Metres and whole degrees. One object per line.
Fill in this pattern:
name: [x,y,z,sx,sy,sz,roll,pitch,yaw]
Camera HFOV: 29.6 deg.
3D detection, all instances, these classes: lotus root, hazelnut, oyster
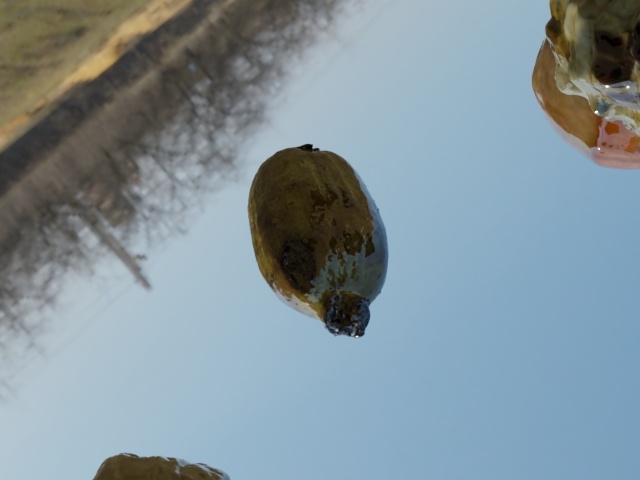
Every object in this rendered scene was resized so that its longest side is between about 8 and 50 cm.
lotus root: [0.000,0.000,1.325,0.145,0.260,0.128,-5,142,-17]
hazelnut: [0.306,-0.157,1.141,0.214,0.176,0.214,-1,-156,0]
oyster: [0.317,-0.104,0.841,0.133,0.337,0.197,-61,175,-30]

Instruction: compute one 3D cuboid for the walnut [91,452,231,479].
walnut: [-0.168,0.317,1.205,0.228,0.228,0.228,-37,-168,9]
